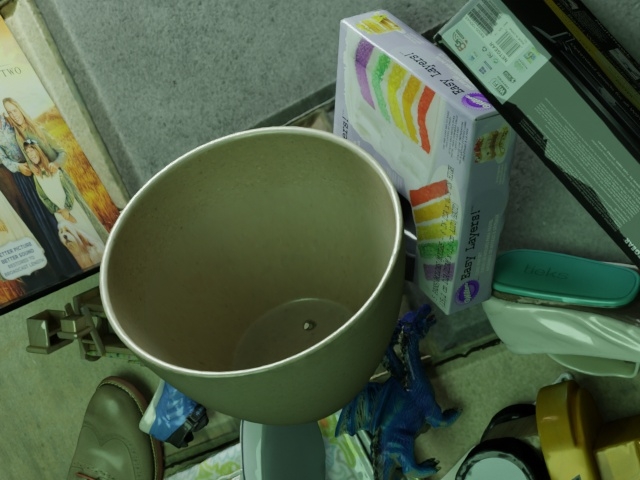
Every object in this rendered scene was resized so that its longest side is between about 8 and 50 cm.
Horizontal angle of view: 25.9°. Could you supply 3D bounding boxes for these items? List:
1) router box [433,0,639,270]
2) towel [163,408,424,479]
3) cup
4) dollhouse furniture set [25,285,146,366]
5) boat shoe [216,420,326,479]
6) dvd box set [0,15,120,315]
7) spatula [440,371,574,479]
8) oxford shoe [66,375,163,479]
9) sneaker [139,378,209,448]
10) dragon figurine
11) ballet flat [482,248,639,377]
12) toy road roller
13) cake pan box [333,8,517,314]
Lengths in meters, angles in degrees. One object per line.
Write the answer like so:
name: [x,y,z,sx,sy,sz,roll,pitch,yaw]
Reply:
router box: [0.277,-0.126,1.392,0.081,0.243,0.309,-44,80,27]
towel: [-0.003,0.388,1.814,0.374,0.090,0.320,-30,86,33]
cup: [-0.048,0.075,1.546,0.331,0.331,0.237,13,147,26]
dollhouse furniture set: [-0.266,0.136,1.841,0.182,0.161,0.101,3,107,30]
boat shoe: [-0.076,0.338,1.726,0.156,0.136,0.367,4,115,34]
dvd box set: [-0.436,-0.120,1.776,0.062,0.307,0.420,-33,87,30]
spatula: [0.268,0.281,1.664,0.168,0.019,0.242,46,118,11]
oxford shoe: [-0.308,0.361,1.952,0.123,0.130,0.348,16,113,25]
sneaker: [-0.179,0.210,1.877,0.084,0.058,0.152,28,106,7]
dragon figurine: [0.077,0.213,1.643,0.144,0.289,0.085,43,148,-21]
ballet flat: [0.363,0.096,1.499,0.400,0.139,0.139,8,109,32]
toy road roller: [0.307,0.316,1.532,0.240,0.202,0.330,-18,92,19]
cake pan box: [0.105,-0.085,1.526,0.246,0.070,0.267,47,144,41]
